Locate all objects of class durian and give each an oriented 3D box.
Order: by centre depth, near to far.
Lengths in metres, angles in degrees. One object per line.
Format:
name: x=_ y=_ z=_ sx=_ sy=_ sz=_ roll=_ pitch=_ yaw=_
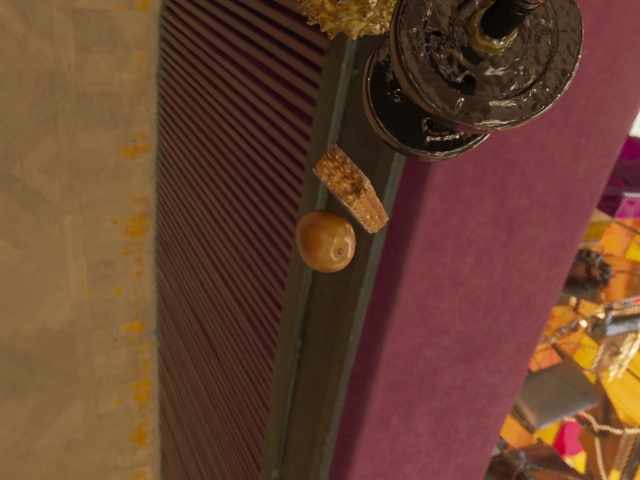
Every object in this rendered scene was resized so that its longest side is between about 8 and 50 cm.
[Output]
durian: x=0.023 y=-0.307 z=0.812 sx=0.140 sy=0.224 sz=0.078 roll=-30 pitch=130 yaw=-26

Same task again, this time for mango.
mango: x=0.000 y=0.000 z=0.985 sx=0.085 sy=0.184 sz=0.102 roll=-19 pitch=99 yaw=-14

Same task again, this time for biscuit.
biscuit: x=0.062 y=-0.075 z=1.083 sx=0.054 sy=0.094 sz=0.379 roll=-43 pitch=169 yaw=3

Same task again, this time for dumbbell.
dumbbell: x=0.117 y=-0.149 z=0.532 sx=0.143 sy=0.325 sz=0.143 roll=0 pitch=89 yaw=-4
